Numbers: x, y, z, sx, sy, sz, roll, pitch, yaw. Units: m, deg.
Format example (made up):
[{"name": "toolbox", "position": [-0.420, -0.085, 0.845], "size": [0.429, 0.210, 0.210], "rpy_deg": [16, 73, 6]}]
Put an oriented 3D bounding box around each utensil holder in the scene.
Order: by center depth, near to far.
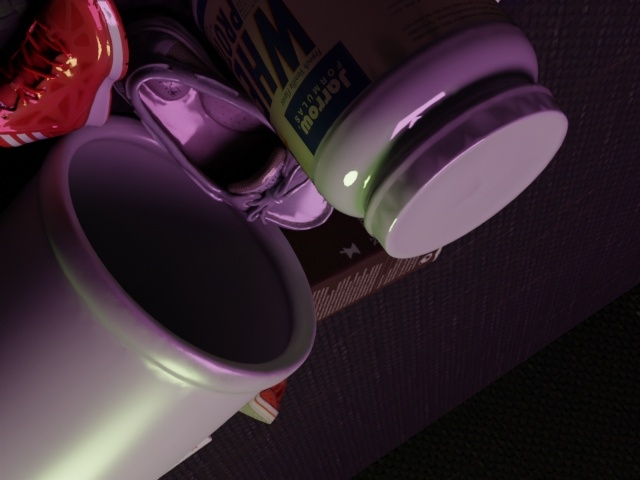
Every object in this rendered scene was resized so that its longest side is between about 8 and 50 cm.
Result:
[{"name": "utensil holder", "position": [-0.251, 0.114, 1.410], "size": [0.385, 0.328, 0.327], "rpy_deg": [-42, 159, 25]}]

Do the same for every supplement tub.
[{"name": "supplement tub", "position": [0.051, -0.170, 1.241], "size": [0.235, 0.325, 0.235], "rpy_deg": [-31, 159, -13]}]

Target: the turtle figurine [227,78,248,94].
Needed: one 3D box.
[{"name": "turtle figurine", "position": [-0.014, -0.167, 1.469], "size": [0.217, 0.087, 0.269], "rpy_deg": [-18, -174, -26]}]

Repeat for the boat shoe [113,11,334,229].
[{"name": "boat shoe", "position": [-0.090, -0.095, 1.330], "size": [0.118, 0.103, 0.320], "rpy_deg": [-35, 132, 11]}]

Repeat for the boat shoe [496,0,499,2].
[{"name": "boat shoe", "position": [0.143, -0.261, 1.519], "size": [0.091, 0.114, 0.303], "rpy_deg": [-22, 144, -35]}]

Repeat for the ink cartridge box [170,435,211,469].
[{"name": "ink cartridge box", "position": [-0.326, 0.324, 2.053], "size": [0.278, 0.117, 0.201], "rpy_deg": [-36, 160, -1]}]

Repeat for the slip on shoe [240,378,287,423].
[{"name": "slip on shoe", "position": [-0.125, 0.203, 2.152], "size": [0.101, 0.123, 0.331], "rpy_deg": [-65, 160, -14]}]

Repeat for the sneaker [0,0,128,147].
[{"name": "sneaker", "position": [-0.245, -0.145, 1.174], "size": [0.128, 0.087, 0.221], "rpy_deg": [-28, 158, -24]}]

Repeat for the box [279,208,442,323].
[{"name": "box", "position": [-0.041, 0.001, 1.686], "size": [0.381, 0.191, 0.143], "rpy_deg": [-28, 159, -24]}]
